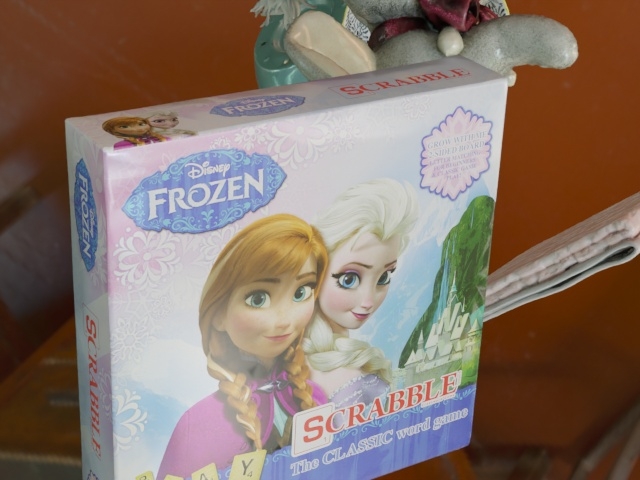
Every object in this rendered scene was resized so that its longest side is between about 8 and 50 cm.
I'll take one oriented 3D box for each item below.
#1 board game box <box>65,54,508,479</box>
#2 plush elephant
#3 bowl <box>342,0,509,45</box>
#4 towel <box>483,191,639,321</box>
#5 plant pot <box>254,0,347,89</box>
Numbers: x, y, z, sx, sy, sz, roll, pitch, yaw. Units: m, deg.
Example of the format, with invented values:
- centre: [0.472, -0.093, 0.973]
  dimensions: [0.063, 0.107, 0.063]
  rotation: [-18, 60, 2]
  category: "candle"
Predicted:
- centre: [-0.019, 0.045, 0.936]
  dimensions: [0.066, 0.318, 0.318]
  rotation: [35, 131, 49]
  category: "board game box"
- centre: [0.099, -0.190, 1.095]
  dimensions: [0.330, 0.272, 0.255]
  rotation: [-30, 72, 27]
  category: "plush elephant"
- centre: [0.104, -0.207, 1.317]
  dimensions: [0.170, 0.080, 0.170]
  rotation: [0, 101, -1]
  category: "bowl"
- centre: [0.353, 0.010, 1.743]
  dimensions: [0.332, 0.317, 0.053]
  rotation: [-30, 89, 41]
  category: "towel"
- centre: [0.036, -0.260, 2.017]
  dimensions: [0.293, 0.293, 0.235]
  rotation: [-6, 141, 40]
  category: "plant pot"
